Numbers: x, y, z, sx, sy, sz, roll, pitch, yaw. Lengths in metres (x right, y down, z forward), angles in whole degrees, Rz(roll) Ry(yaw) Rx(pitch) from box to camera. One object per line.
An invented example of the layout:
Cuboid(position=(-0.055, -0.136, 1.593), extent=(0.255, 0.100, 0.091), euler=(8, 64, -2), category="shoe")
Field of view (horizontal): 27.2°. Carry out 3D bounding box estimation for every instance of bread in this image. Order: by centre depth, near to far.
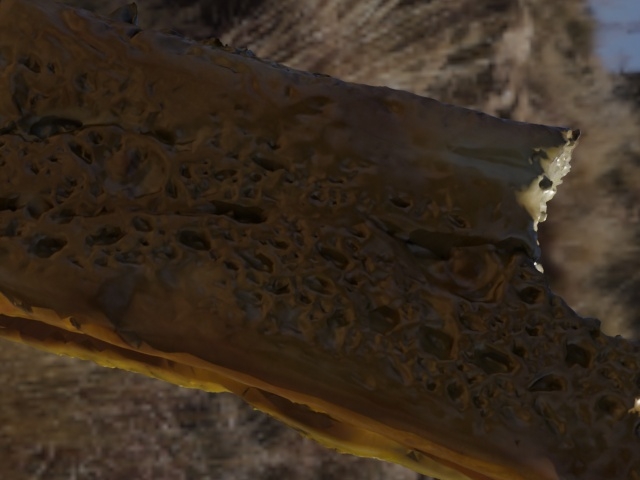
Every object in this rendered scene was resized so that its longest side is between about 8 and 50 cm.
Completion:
Cuboid(position=(0.000, 0.000, 0.640), extent=(0.109, 0.380, 0.185), euler=(73, 36, -73), category="bread")
